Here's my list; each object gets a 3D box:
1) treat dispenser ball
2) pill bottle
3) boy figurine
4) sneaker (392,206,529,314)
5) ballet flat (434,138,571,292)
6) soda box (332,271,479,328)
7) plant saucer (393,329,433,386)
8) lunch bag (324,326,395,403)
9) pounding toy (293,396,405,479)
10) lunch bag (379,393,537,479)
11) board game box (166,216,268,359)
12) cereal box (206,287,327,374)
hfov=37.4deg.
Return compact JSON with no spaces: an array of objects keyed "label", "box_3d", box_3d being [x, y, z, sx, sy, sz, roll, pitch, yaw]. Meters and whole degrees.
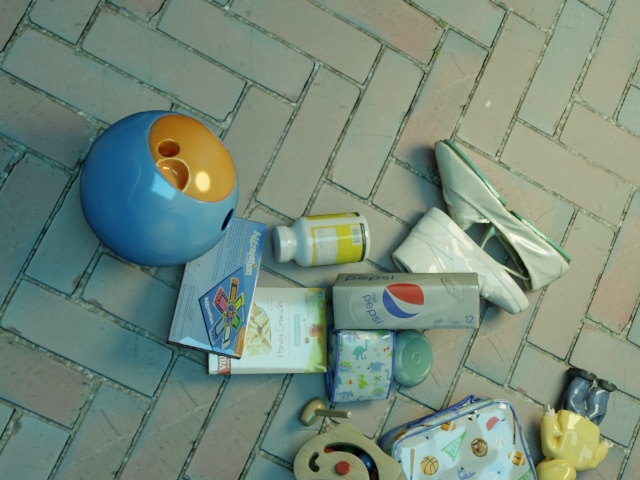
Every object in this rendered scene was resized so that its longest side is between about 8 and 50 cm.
[{"label":"treat dispenser ball","box_3d":[-0.293,-0.095,1.731,0.288,0.288,0.288,2,84,-15]},{"label":"pill bottle","box_3d":[0.000,0.000,1.899,0.184,0.103,0.103,-5,86,-16]},{"label":"boy figurine","box_3d":[0.541,0.422,2.014,0.177,0.092,0.285,25,79,-12]},{"label":"sneaker","box_3d":[0.283,0.089,1.975,0.292,0.108,0.169,43,78,1]},{"label":"ballet flat","box_3d":[0.359,-0.039,2.000,0.400,0.139,0.139,43,76,-9]},{"label":"soda box","box_3d":[0.170,0.119,1.872,0.286,0.098,0.091,-1,105,9]},{"label":"plant saucer","box_3d":[0.193,0.243,1.951,0.119,0.021,0.119,4,83,-35]},{"label":"lunch bag","box_3d":[0.078,0.249,1.899,0.129,0.096,0.151,-1,94,-16]},{"label":"pounding toy","box_3d":[0.032,0.424,1.811,0.154,0.155,0.269,-44,54,-18]},{"label":"lunch bag","box_3d":[0.284,0.451,1.930,0.303,0.115,0.243,-18,87,-16]},{"label":"board game box","box_3d":[-0.197,0.081,1.833,0.145,0.027,0.281,14,65,-8]},{"label":"cereal box","box_3d":[-0.107,0.179,1.879,0.240,0.047,0.173,0,83,-15]}]
